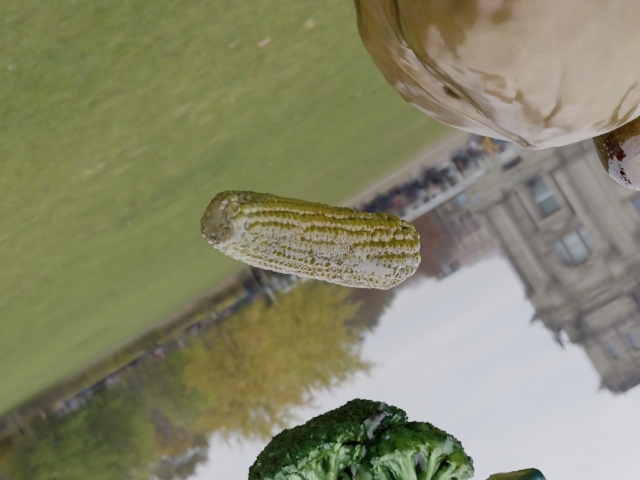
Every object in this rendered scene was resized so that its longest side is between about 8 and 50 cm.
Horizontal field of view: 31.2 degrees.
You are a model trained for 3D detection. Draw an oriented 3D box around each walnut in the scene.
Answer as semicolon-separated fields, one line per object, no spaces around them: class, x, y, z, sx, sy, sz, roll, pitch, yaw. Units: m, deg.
walnut;0.187;-0.280;1.019;0.307;0.398;0.354;-6;-170;-22

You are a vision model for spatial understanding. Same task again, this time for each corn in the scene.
corn;0.000;0.000;1.278;0.097;0.097;0.319;-32;152;35

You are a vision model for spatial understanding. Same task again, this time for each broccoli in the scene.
broccoli;0.033;0.309;1.179;0.254;0.269;0.269;-7;173;-14

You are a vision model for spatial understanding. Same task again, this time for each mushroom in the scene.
mushroom;0.338;-0.114;1.232;0.087;0.127;0.127;-20;-179;10

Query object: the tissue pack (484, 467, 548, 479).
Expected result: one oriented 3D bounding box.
tissue pack;0.209;0.453;1.535;0.271;0.192;0.134;-25;179;-34
